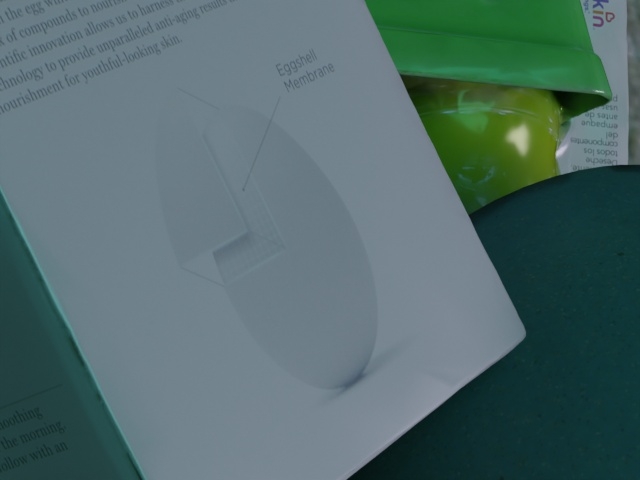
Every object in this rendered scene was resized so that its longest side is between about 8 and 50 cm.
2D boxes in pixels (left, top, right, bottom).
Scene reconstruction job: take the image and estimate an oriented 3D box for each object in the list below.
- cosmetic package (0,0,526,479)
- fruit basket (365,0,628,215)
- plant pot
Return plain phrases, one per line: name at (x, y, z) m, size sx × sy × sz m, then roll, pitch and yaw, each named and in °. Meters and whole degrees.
cosmetic package at (-0.073, -0.008, 0.690) m, size 0.224 × 0.138 × 0.225 m, roll -30°, pitch 97°, yaw -51°
fruit basket at (0.000, 0.000, 0.919) m, size 0.327 × 0.165 × 0.353 m, roll 3°, pitch 88°, yaw -19°
plant pot at (0.155, 0.135, 0.810) m, size 0.290 × 0.195 × 0.290 m, roll -7°, pitch 113°, yaw -17°
